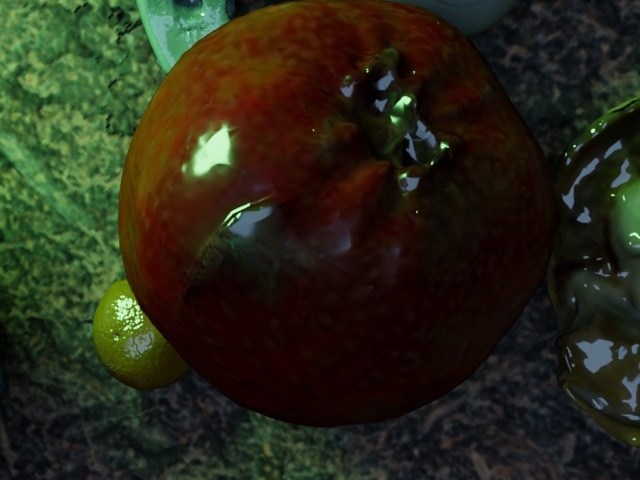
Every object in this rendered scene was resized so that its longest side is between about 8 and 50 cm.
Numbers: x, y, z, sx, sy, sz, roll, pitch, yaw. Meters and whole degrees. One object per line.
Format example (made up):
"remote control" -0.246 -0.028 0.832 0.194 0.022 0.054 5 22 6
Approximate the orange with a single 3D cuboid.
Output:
"orange" -0.125 0.065 0.908 0.085 0.085 0.085 1 95 7

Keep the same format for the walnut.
"walnut" 0.243 0.010 0.831 0.204 0.141 0.238 44 99 14

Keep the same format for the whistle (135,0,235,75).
"whistle" -0.105 -0.247 0.870 0.180 0.093 0.269 -11 95 -12

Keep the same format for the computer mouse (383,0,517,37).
"computer mouse" 0.019 -0.234 0.804 0.296 0.121 0.184 21 94 -18

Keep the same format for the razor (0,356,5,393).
"razor" -0.279 -0.004 0.938 0.082 0.042 0.253 -15 95 -12

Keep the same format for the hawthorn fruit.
"hawthorn fruit" 0.000 0.000 0.808 0.265 0.307 0.265 9 56 -14
